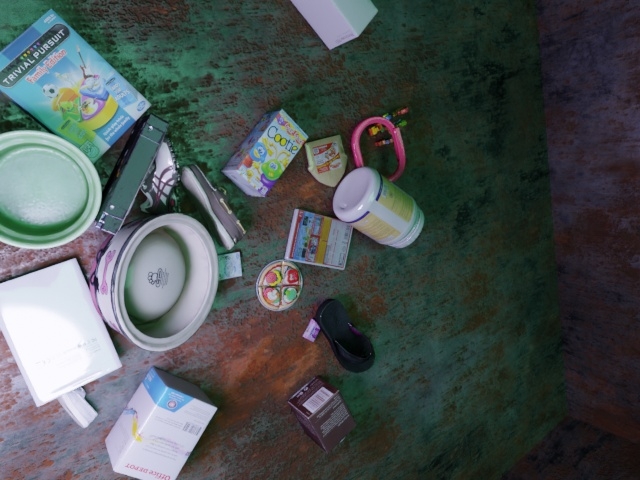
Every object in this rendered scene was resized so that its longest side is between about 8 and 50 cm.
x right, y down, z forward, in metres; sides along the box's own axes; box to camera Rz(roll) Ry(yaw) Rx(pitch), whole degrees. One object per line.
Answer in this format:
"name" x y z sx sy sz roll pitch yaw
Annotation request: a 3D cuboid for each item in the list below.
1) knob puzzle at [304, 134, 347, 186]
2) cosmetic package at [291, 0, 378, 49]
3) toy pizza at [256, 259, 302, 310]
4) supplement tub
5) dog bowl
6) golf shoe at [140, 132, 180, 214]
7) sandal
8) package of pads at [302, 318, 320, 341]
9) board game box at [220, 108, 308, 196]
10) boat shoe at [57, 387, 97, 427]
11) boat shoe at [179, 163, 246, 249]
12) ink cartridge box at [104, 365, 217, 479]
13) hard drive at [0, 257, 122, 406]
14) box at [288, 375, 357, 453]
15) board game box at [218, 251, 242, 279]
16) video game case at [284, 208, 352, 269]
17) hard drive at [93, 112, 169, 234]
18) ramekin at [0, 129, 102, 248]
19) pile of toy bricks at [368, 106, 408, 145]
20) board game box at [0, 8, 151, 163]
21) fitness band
"knob puzzle" 0.025 -0.310 1.756 0.213 0.030 0.213 -4 97 -34
"cosmetic package" 0.010 -0.905 1.582 0.365 0.197 0.155 43 72 -28
"toy pizza" -0.152 0.175 1.693 0.201 0.032 0.201 -4 98 -33
"supplement tub" 0.242 -0.127 1.793 0.331 0.241 0.241 30 79 -32
"dog bowl" -0.491 0.113 1.308 0.408 0.150 0.407 -21 114 -61
"golf shoe" -0.493 -0.192 1.340 0.120 0.105 0.272 -4 125 -22
"sandal" 0.125 0.429 1.845 0.167 0.107 0.445 -49 126 -20
"package of pads" -0.033 0.369 1.794 0.050 0.032 0.083 34 77 -32
"board game box" -0.196 -0.305 1.543 0.142 0.144 0.275 42 74 -30
"boat shoe" -0.742 0.480 1.326 0.063 0.066 0.184 -44 111 -46
"boat shoe" -0.357 -0.123 1.479 0.097 0.117 0.324 -41 120 -28
"ink cartridge box" -0.512 0.591 1.403 0.198 0.197 0.270 39 74 -31
"hard drive" -0.758 0.257 1.259 0.233 0.047 0.353 -24 98 -29
"box" 0.007 0.701 1.776 0.168 0.167 0.203 -34 113 -26
"board game box" -0.331 0.091 1.573 0.090 0.020 0.090 -10 100 -32
"video game case" 0.000 0.000 1.778 0.285 0.025 0.204 12 89 -34
"hard drive" -0.550 -0.192 1.254 0.064 0.237 0.338 27 84 -32
"ramekin" -0.756 -0.137 1.174 0.304 0.148 0.303 -5 101 -26
"pile of toy bricks" 0.316 -0.490 1.882 0.212 0.105 0.118 -37 114 -24
"board game box" -0.702 -0.420 1.236 0.336 0.079 0.253 45 71 -29
"fitness band" 0.241 -0.372 1.831 0.209 0.054 0.290 -18 110 -2
